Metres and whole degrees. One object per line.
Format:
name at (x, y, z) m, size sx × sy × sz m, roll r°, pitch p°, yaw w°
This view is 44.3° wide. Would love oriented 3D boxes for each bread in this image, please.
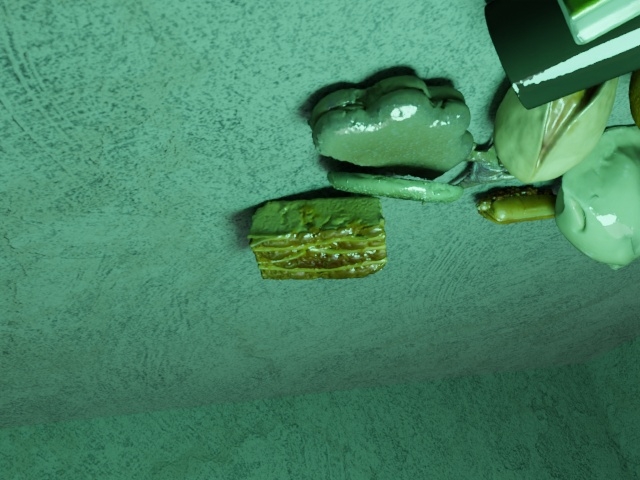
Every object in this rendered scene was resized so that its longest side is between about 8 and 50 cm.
bread at (0.142, -0.100, 1.498) m, size 0.266 × 0.041 × 0.267 m, roll 7°, pitch -177°, yaw 0°
bread at (0.000, 0.000, 1.624) m, size 0.274 × 0.114 × 0.185 m, roll -4°, pitch 148°, yaw 6°
bread at (0.148, -0.206, 1.371) m, size 0.337 × 0.102 × 0.183 m, roll 6°, pitch 146°, yaw -37°

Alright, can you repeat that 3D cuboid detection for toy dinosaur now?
toy dinosaur at (0.332, -0.148, 1.672) m, size 0.199 × 0.072 × 0.251 m, roll -3°, pitch 167°, yaw -4°

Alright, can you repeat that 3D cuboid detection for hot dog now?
hot dog at (0.468, -0.086, 1.843) m, size 0.249 × 0.102 × 0.076 m, roll -5°, pitch 113°, yaw -27°

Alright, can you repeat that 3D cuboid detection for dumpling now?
dumpling at (0.687, -0.097, 1.773) m, size 0.315 × 0.233 × 0.395 m, roll -47°, pitch 128°, yaw -4°

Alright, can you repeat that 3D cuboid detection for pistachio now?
pistachio at (0.413, -0.216, 1.407) m, size 0.187 × 0.188 × 0.299 m, roll -11°, pitch 154°, yaw -10°

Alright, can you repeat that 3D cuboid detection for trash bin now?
trash bin at (0.425, -0.332, 1.135) m, size 0.333 × 0.214 × 0.214 m, roll -24°, pitch 155°, yaw 24°

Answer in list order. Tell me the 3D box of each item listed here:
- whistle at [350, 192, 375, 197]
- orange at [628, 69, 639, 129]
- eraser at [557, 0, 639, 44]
whistle at (0.061, -0.034, 1.724) m, size 0.126 × 0.067 × 0.258 m, roll -3°, pitch 150°, yaw -20°
orange at (0.675, -0.267, 1.371) m, size 0.264 × 0.264 × 0.264 m, roll -13°, pitch 156°, yaw -6°
eraser at (0.406, -0.403, 0.976) m, size 0.274 × 0.210 × 0.092 m, roll -25°, pitch 156°, yaw 25°
